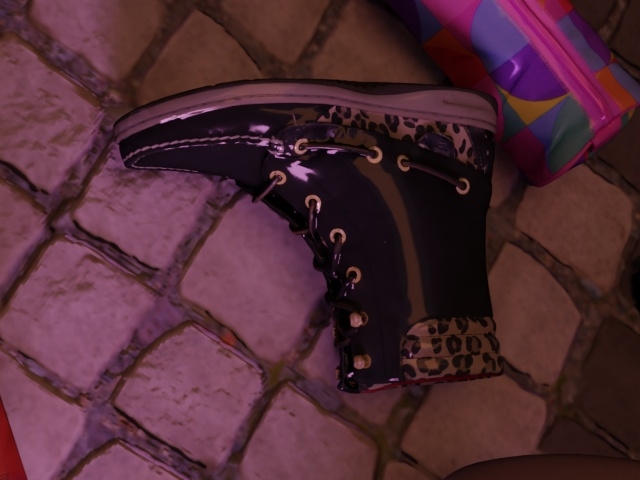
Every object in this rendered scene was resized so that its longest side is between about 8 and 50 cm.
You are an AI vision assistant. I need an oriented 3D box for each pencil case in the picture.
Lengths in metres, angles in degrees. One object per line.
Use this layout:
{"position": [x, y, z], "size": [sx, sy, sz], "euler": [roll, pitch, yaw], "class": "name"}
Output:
{"position": [0.103, -0.147, 1.116], "size": [0.104, 0.104, 0.236], "euler": [-42, 96, -29], "class": "pencil case"}

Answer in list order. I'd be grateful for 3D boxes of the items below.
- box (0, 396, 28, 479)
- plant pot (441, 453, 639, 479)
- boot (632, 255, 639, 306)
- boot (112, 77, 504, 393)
{"position": [-0.234, 0.084, 0.868], "size": [0.122, 0.128, 0.257], "euler": [-16, 83, -28], "class": "box"}
{"position": [0.191, 0.239, 0.929], "size": [0.284, 0.191, 0.284], "euler": [25, 56, -44], "class": "plant pot"}
{"position": [0.269, 0.047, 1.166], "size": [0.099, 0.045, 0.121], "euler": [-24, 79, -31], "class": "boot"}
{"position": [0.002, 0.000, 1.032], "size": [0.236, 0.085, 0.178], "euler": [-2, 82, -20], "class": "boot"}
